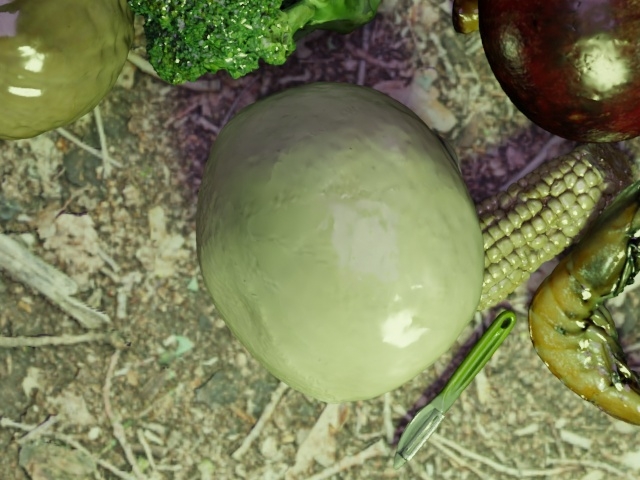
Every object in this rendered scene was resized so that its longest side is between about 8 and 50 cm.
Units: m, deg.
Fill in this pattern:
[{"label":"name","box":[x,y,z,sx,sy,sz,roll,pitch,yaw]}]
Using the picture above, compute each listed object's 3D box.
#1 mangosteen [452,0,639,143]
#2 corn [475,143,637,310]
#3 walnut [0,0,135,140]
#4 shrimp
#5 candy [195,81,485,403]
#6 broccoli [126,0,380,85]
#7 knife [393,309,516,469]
[{"label":"mangosteen","box":[0.219,-0.202,1.106,0.261,0.235,0.235,8,94,51]},{"label":"corn","box":[0.192,-0.017,1.157,0.211,0.087,0.087,-35,87,8]},{"label":"walnut","box":[-0.289,-0.205,1.139,0.248,0.248,0.248,0,92,8]},{"label":"shrimp","box":[0.299,0.056,1.109,0.198,0.051,0.262,39,126,14]},{"label":"candy","box":[0.000,0.000,1.111,0.295,0.185,0.295,-4,84,39]},{"label":"broccoli","box":[-0.055,-0.248,1.112,0.269,0.241,0.261,6,77,51]},{"label":"knife","box":[0.123,0.139,1.203,0.022,0.026,0.184,35,95,-34]}]
